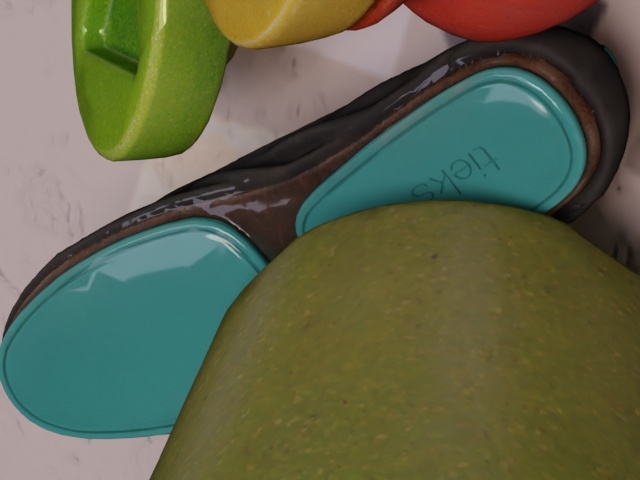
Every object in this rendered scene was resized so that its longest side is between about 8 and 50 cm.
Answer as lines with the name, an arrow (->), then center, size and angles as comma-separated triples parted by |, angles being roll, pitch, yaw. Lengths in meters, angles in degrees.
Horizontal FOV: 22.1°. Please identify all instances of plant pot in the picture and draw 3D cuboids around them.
plant pot -> 0.034, 0.132, 0.507 | 0.276, 0.254, 0.276 | 5, 132, 6

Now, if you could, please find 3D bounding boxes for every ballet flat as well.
ballet flat -> 0.000, 0.000, 0.634 | 0.280, 0.096, 0.095 | -25, 102, 29

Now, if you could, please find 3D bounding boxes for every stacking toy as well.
stacking toy -> 0.001, -0.175, 0.589 | 0.279, 0.130, 0.309 | 137, 131, -61
